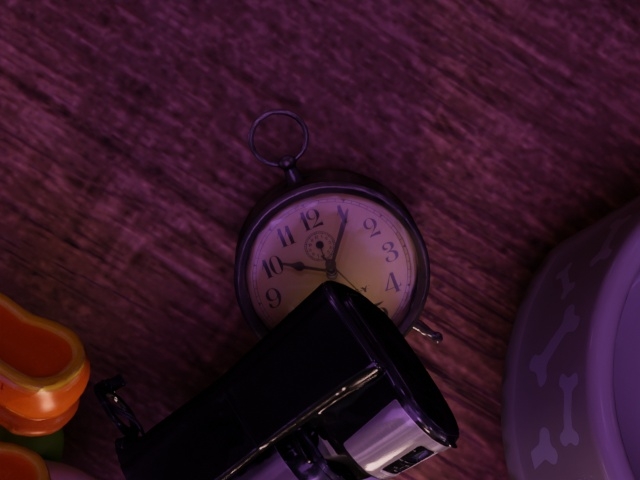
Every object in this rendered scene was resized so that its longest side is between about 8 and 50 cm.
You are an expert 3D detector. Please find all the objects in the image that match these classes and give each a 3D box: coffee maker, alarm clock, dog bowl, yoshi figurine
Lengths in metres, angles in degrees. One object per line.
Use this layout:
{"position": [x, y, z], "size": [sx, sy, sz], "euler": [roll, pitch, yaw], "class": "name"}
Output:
{"position": [-0.030, 0.107, 0.809], "size": [0.178, 0.120, 0.171], "euler": [-41, 90, 8], "class": "coffee maker"}
{"position": [0.000, 0.000, 0.877], "size": [0.129, 0.064, 0.192], "euler": [-20, 109, 3], "class": "alarm clock"}
{"position": [0.293, 0.105, 0.815], "size": [0.349, 0.102, 0.348], "euler": [3, 73, -10], "class": "dog bowl"}
{"position": [-0.249, 0.195, 0.830], "size": [0.204, 0.203, 0.362], "euler": [-20, 146, -30], "class": "yoshi figurine"}

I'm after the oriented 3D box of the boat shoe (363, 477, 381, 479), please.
{"position": [-0.073, 0.202, 0.925], "size": [0.258, 0.095, 0.084], "euler": [-39, 100, -3], "class": "boat shoe"}
